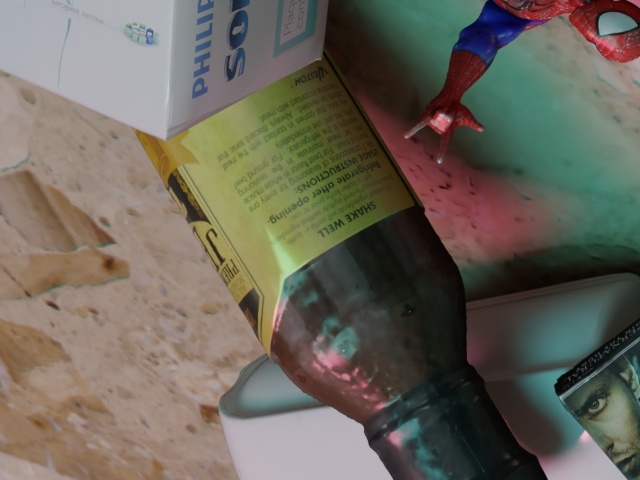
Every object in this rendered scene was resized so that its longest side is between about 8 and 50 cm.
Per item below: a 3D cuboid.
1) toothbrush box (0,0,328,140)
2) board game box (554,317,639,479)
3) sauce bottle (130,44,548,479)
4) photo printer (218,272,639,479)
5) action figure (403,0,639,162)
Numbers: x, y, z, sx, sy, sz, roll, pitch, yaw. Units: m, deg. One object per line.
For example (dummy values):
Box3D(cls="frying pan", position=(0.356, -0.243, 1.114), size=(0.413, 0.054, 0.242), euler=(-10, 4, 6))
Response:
Box3D(cls="toothbrush box", position=(-0.139, -0.204, 0.823), size=(0.296, 0.126, 0.216), euler=(24, 125, 28))
Box3D(cls="board game box", position=(0.226, 0.063, 0.901), size=(0.186, 0.026, 0.126), euler=(-39, 102, 12))
Box3D(cls="sauce bottle", position=(0.000, 0.000, 0.938), size=(0.111, 0.111, 0.344), euler=(-41, 76, 47))
Box3D(cls="photo printer", position=(0.096, 0.156, 1.081), size=(0.308, 0.107, 0.256), euler=(-12, 117, 40))
Box3D(cls="action figure", position=(0.026, -0.151, 0.855), size=(0.280, 0.139, 0.091), euler=(33, 137, 3))
